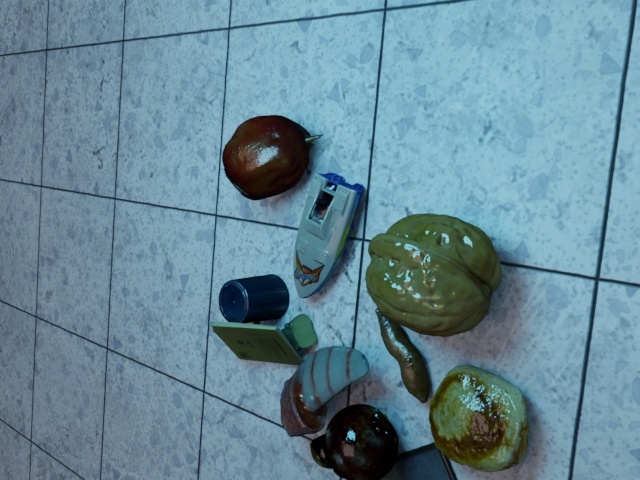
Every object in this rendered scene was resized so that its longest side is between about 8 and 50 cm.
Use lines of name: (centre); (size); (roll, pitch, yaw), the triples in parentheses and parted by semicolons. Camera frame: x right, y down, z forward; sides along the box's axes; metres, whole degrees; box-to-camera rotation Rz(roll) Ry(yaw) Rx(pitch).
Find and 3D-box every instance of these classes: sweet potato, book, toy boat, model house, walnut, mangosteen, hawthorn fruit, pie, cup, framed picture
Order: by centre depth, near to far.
walnut: (0.204, 0.061, 1.177); (0.257, 0.257, 0.224); (19, 72, 38)
pie: (0.297, 0.338, 1.186); (0.205, 0.084, 0.178); (25, 107, 40)
sweet potato: (0.173, 0.233, 1.307); (0.065, 0.051, 0.218); (-39, 68, 37)
framed picture: (0.217, 0.619, 1.308); (0.265, 0.016, 0.347); (-33, 70, 36)
mangosteen: (0.073, 0.434, 1.318); (0.184, 0.172, 0.172); (-29, 72, 14)
toy boat: (0.017, 0.303, 1.381); (0.282, 0.096, 0.206); (-47, 26, 40)
toy boat: (0.000, 0.000, 1.420); (0.129, 0.088, 0.295); (29, 109, 36)
hawthorn fruit: (-0.108, -0.197, 1.452); (0.251, 0.189, 0.189); (-17, 80, 32)
book: (-0.152, 0.249, 1.502); (0.192, 0.168, 0.013); (0, 51, 28)
model house: (-0.059, 0.225, 1.506); (0.083, 0.066, 0.078); (-32, 81, 55)
cup: (-0.162, 0.161, 1.530); (0.113, 0.138, 0.150); (-6, 87, 40)
